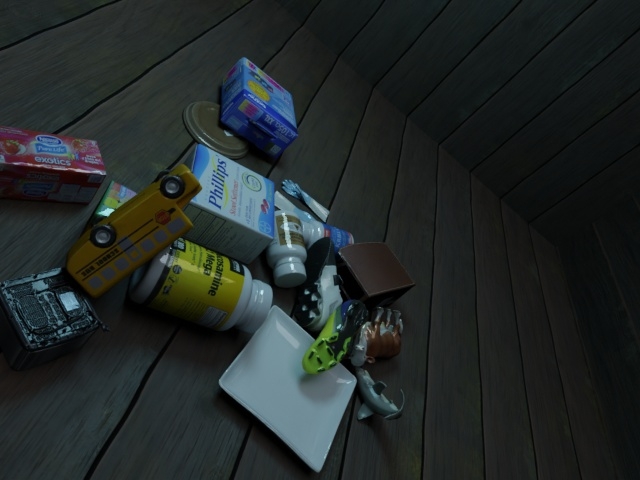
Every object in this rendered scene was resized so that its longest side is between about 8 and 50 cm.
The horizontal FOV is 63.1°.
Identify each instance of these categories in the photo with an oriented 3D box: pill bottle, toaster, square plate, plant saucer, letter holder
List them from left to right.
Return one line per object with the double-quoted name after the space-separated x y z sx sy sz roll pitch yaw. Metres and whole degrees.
-0.569 0.163 1.084 0.168 0.110 0.186 -20 70 -53 "toaster"
-0.300 0.121 1.346 0.333 0.188 0.188 26 39 -28 "pill bottle"
-0.377 -0.418 1.939 0.277 0.041 0.278 29 37 -25 "plant saucer"
-0.113 0.029 1.684 0.131 0.131 0.229 15 50 -38 "pill bottle"
-0.079 0.393 1.430 0.344 0.049 0.347 43 34 -5 "square plate"
0.000 0.000 1.845 0.221 0.124 0.124 17 44 -36 "pill bottle"
0.157 0.131 1.860 0.301 0.152 0.215 -6 58 -50 "letter holder"

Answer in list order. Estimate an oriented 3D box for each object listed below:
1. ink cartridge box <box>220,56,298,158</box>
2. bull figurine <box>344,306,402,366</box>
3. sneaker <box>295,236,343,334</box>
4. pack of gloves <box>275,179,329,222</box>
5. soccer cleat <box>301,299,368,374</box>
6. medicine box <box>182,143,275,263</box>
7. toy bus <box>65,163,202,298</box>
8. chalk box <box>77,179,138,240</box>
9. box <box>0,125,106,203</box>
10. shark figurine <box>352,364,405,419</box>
-0.237 -0.500 2.022 0.270 0.151 0.396 32 32 -32 "ink cartridge box"
0.177 0.310 1.691 0.310 0.101 0.189 19 79 -57 "bull figurine"
0.009 0.151 1.702 0.146 0.122 0.331 35 53 -38 "sneaker"
-0.063 -0.138 1.986 0.232 0.046 0.195 37 35 -13 "pack of gloves"
0.035 0.288 1.539 0.093 0.121 0.289 50 54 -9 "soccer cleat"
-0.299 -0.111 1.616 0.289 0.149 0.264 26 39 -29 "medicine box"
-0.404 -0.029 1.164 0.130 0.332 0.108 57 -10 -25 "toy bus"
-0.493 -0.044 1.282 0.132 0.213 0.132 29 37 -22 "chalk box"
-0.687 -0.181 1.289 0.256 0.128 0.123 1 54 -46 "box"
0.164 0.490 1.525 0.116 0.278 0.166 -28 109 -17 "shark figurine"
